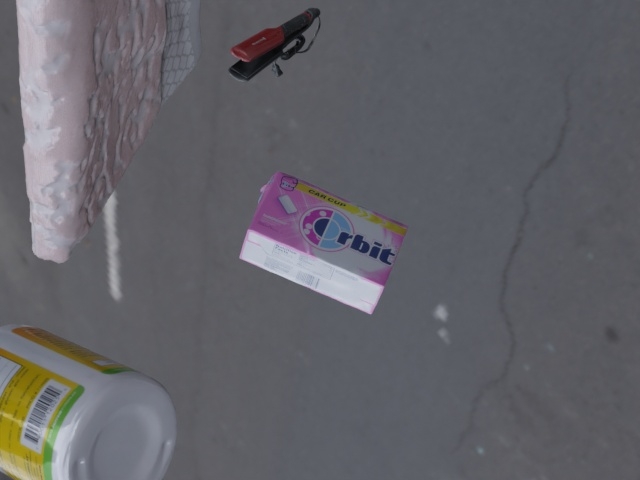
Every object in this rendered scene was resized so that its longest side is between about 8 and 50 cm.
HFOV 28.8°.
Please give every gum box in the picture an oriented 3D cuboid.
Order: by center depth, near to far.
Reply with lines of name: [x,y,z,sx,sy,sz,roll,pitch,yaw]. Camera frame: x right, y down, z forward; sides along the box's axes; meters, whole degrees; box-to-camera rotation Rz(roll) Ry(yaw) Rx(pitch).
gum box: [0.000,0.000,1.534,0.188,0.107,0.062,23,140,2]

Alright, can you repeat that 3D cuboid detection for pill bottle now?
pill bottle: [-0.263,0.157,1.171,0.246,0.136,0.136,17,135,38]

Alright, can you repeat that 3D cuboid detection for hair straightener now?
hair straightener: [-0.069,-0.309,1.991,0.047,0.230,0.089,29,136,16]

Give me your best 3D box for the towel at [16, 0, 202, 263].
towel: [-0.170,-0.194,1.064,0.053,0.317,0.331,16,135,8]
